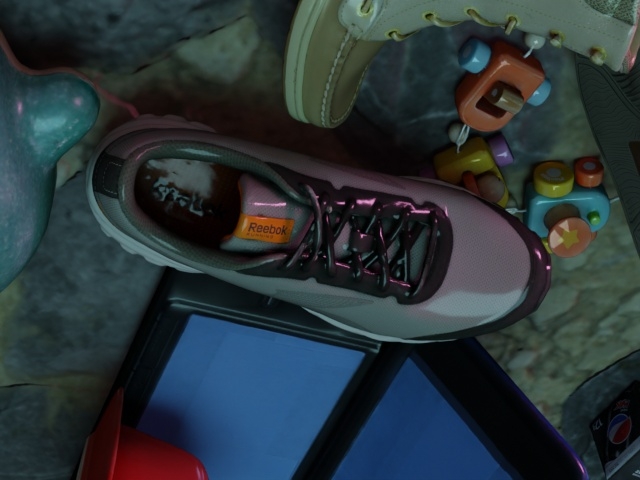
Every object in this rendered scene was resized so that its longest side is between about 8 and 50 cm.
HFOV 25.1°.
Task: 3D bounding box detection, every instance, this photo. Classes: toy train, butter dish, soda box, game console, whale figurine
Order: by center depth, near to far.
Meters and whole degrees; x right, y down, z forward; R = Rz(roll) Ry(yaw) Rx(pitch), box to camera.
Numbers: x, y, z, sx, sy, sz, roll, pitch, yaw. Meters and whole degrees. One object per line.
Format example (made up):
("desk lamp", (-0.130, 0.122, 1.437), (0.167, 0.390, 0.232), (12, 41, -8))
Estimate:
("whale figurine", (-0.221, -0.065, 0.733), (0.216, 0.141, 0.272), (5, 131, -12))
("toy train", (0.132, -0.047, 0.864), (0.166, 0.046, 0.125), (28, 122, -28))
("butter dish", (-0.107, 0.204, 0.921), (0.118, 0.160, 0.160), (12, 124, -8))
("game console", (-0.012, 0.166, 0.944), (0.250, 0.173, 0.293), (14, 127, -19))
("soda box", (0.285, 0.164, 1.065), (0.169, 0.053, 0.060), (22, 124, -24))

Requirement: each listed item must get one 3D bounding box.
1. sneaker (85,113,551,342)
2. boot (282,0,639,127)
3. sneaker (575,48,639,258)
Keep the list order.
("sneaker", (0.000, 0.000, 0.804), (0.271, 0.108, 0.100), (13, 93, -7))
("boot", (0.081, -0.119, 0.732), (0.165, 0.077, 0.213), (29, 123, 7))
("sneaker", (0.226, -0.080, 0.841), (0.118, 0.083, 0.222), (-31, 117, -27))
